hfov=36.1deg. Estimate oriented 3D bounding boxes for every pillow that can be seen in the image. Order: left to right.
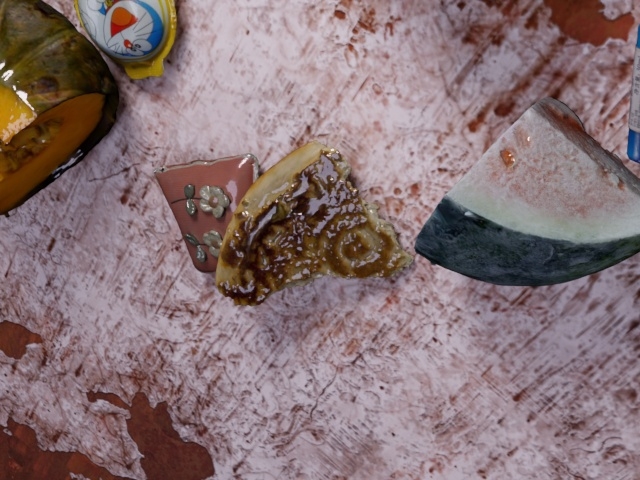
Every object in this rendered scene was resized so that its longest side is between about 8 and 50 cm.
[{"bbox_3d":[-0.143,-0.030,1.391,0.171,0.075,0.179,-5,116,31],"label":"pillow"}]

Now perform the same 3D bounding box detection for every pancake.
[{"bbox_3d":[0.000,0.000,1.314,0.244,0.057,0.266,23,116,-3],"label":"pancake"}]

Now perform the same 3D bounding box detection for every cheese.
[{"bbox_3d":[-0.270,-0.343,1.294,0.176,0.069,0.270,1,117,33],"label":"cheese"}]

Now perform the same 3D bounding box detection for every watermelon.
[{"bbox_3d":[0.209,-0.056,1.077,0.319,0.289,0.214,3,89,46],"label":"watermelon"}]

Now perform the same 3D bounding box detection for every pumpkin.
[{"bbox_3d":[-0.432,-0.194,1.369,0.303,0.256,0.225,-37,91,28],"label":"pumpkin"}]

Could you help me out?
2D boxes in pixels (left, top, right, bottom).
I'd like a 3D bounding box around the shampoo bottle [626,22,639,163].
[{"bbox_3d":[0.362,-0.163,1.001,0.087,0.050,0.183,14,124,29],"label":"shampoo bottle"}]
